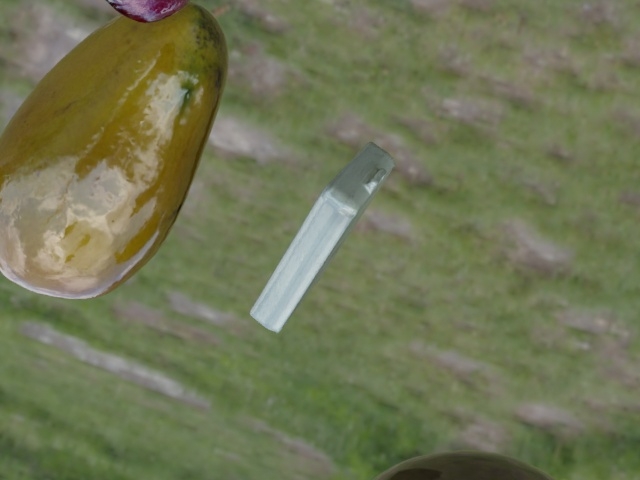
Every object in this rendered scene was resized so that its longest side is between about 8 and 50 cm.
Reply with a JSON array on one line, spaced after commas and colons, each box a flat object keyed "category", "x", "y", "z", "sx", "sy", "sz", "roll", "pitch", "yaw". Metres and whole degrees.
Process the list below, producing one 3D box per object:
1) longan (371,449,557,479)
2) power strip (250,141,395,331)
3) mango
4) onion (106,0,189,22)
[{"category": "longan", "x": 0.148, "y": 0.356, "z": 1.443, "sx": 0.318, "sy": 0.319, "sz": 0.319, "roll": 17, "pitch": 164, "yaw": 5}, {"category": "power strip", "x": 0.000, "y": 0.000, "z": 1.651, "sx": 0.046, "sy": 0.118, "sz": 0.270, "roll": 35, "pitch": 135, "yaw": 3}, {"category": "mango", "x": -0.201, "y": -0.091, "z": 1.375, "sx": 0.173, "sy": 0.317, "sz": 0.211, "roll": 30, "pitch": -171, "yaw": -31}, {"category": "onion", "x": -0.131, "y": -0.221, "z": 1.111, "sx": 0.097, "sy": 0.107, "sz": 0.107, "roll": 5, "pitch": 160, "yaw": 32}]
